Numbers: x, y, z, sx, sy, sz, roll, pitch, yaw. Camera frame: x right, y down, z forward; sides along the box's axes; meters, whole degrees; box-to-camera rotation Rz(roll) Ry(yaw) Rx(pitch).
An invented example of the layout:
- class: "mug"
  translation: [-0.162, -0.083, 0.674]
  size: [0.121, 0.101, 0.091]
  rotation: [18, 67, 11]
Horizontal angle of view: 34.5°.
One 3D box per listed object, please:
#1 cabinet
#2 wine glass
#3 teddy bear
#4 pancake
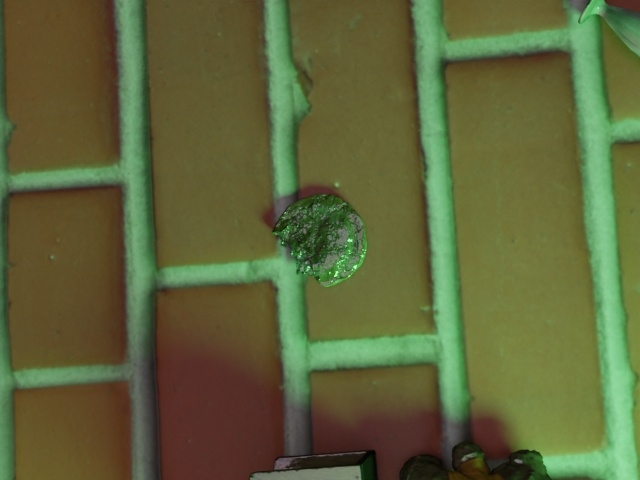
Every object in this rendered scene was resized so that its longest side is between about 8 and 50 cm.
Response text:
- class: "cabinet"
  translation: [-0.002, 0.385, 1.288]
  size: [0.148, 0.175, 0.215]
  rotation: [-6, 84, 8]
- class: "wine glass"
  translation: [0.419, -0.271, 1.351]
  size: [0.155, 0.073, 0.073]
  rotation: [34, 90, 13]
- class: "teddy bear"
  translation: [0.206, 0.337, 1.288]
  size: [0.190, 0.140, 0.177]
  rotation: [-13, 79, -1]
- class: "pancake"
  translation: [0.005, -0.004, 1.407]
  size: [0.116, 0.022, 0.130]
  rotation: [-32, 80, 2]
